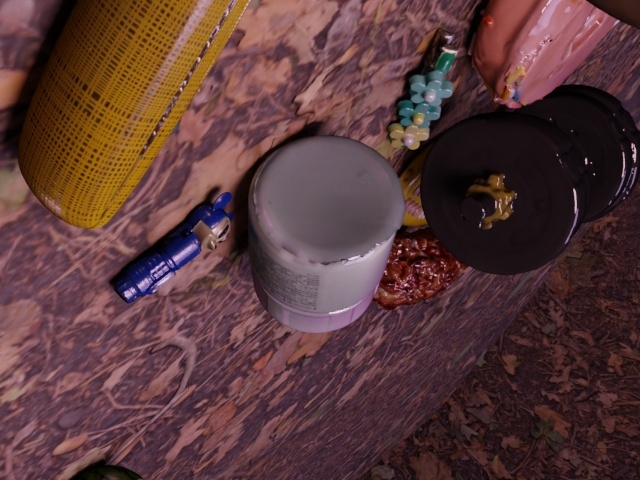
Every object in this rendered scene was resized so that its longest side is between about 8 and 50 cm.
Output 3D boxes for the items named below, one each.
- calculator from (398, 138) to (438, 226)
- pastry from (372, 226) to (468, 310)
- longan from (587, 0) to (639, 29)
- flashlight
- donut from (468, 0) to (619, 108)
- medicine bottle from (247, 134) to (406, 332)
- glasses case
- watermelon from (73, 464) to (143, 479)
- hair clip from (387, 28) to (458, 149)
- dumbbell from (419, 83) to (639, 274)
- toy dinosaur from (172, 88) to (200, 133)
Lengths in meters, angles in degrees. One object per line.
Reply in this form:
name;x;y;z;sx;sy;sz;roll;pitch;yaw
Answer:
calculator;0.156;-0.078;1.206;0.146;0.032;0.235;-51;161;17
pastry;0.116;0.035;1.225;0.115;0.097;0.208;-35;168;27
longan;0.282;-0.282;0.641;0.297;0.297;0.297;-41;162;-16
flashlight;-0.115;0.010;0.765;0.121;0.035;0.057;-41;163;-19
donut;0.234;-0.230;0.961;0.199;0.085;0.233;-52;162;17
medicine bottle;0.000;0.000;0.848;0.135;0.135;0.168;-39;161;-21
glasses case;-0.090;-0.111;0.486;0.064;0.079;0.234;-2;133;-56
watermelon;-0.249;0.287;1.027;0.105;0.062;0.105;-49;166;-16
hair clip;0.099;-0.138;0.937;0.049;0.049;0.173;-36;161;-29
dumbbell;0.260;-0.081;1.110;0.388;0.185;0.185;-27;154;-53
toy dinosaur;-0.101;-0.088;0.589;0.047;0.030;0.083;-20;149;-51
